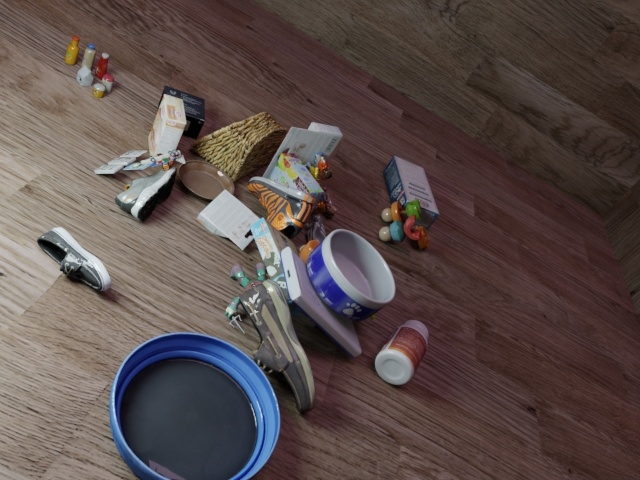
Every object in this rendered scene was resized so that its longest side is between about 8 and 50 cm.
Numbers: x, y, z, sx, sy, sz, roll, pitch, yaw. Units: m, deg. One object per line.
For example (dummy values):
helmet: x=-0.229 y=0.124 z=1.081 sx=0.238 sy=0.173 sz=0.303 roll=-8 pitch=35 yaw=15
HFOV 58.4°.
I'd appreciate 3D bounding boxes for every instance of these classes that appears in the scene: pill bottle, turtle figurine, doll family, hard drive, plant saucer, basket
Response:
pill bottle: x=0.259 y=0.337 z=1.765 sx=0.121 sy=0.121 sz=0.216 roll=39 pitch=35 yaw=7
turtle figurine: x=-0.180 y=0.161 z=1.634 sx=0.175 sy=0.118 sz=0.234 roll=11 pitch=35 yaw=-29
doll family: x=-0.013 y=-0.187 z=2.132 sx=0.118 sy=0.263 sz=0.163 roll=-15 pitch=40 yaw=-6
hard drive: x=0.001 y=0.182 z=1.663 sx=0.319 sy=0.040 sz=0.210 roll=48 pitch=16 yaw=-37
plant saucer: x=-0.392 y=-0.196 z=1.949 sx=0.198 sy=0.036 sz=0.199 roll=21 pitch=37 yaw=-17
basket: x=-0.292 y=-0.389 z=2.106 sx=0.223 sy=0.213 sz=0.299 roll=40 pitch=35 yaw=7

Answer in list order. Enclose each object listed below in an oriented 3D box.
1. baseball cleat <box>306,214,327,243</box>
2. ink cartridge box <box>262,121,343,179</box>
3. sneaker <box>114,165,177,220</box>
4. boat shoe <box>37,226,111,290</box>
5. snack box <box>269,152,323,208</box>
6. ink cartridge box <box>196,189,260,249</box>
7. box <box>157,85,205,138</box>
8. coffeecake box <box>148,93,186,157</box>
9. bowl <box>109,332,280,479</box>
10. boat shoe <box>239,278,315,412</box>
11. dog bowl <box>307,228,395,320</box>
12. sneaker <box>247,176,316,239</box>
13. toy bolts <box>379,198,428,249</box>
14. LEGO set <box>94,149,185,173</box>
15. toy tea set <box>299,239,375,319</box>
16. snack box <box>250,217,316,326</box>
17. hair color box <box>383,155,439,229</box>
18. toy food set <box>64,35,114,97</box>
baseball cleat: x=0.000 y=0.000 z=2.021 sx=0.109 sy=0.072 sz=0.206 roll=35 pitch=37 yaw=-23
ink cartridge box: x=-0.081 y=-0.321 z=2.141 sx=0.239 sy=0.275 sz=0.060 roll=3 pitch=47 yaw=-38
sneaker: x=-0.525 y=-0.165 z=1.755 sx=0.108 sy=0.100 sz=0.271 roll=25 pitch=33 yaw=2
boat shoe: x=-0.621 y=0.054 z=1.431 sx=0.228 sy=0.080 sz=0.076 roll=42 pitch=42 yaw=14
snack box: x=-0.098 y=-0.181 z=2.049 sx=0.070 sy=0.174 sz=0.207 roll=-8 pitch=53 yaw=-40
ink cartridge box: x=-0.286 y=-0.062 z=1.849 sx=0.179 sy=0.045 sz=0.145 roll=42 pitch=50 yaw=-4
box: x=-0.519 y=-0.478 z=2.134 sx=0.156 sy=0.093 sz=0.158 roll=15 pitch=40 yaw=-25
coffeecake box: x=-0.517 y=-0.370 z=1.924 sx=0.068 sy=0.185 sz=0.142 roll=11 pitch=41 yaw=-30
bowl: x=-0.283 y=0.390 z=1.302 sx=0.391 sy=0.077 sz=0.391 roll=21 pitch=37 yaw=-17
boat shoe: x=-0.117 y=0.283 z=1.495 sx=0.130 sy=0.132 sz=0.355 roll=-19 pitch=80 yaw=-12
dog bowl: x=0.091 y=0.100 z=1.685 sx=0.265 sy=0.104 sz=0.265 roll=33 pitch=33 yaw=-24
sneaker: x=-0.168 y=-0.106 z=1.951 sx=0.124 sy=0.180 sz=0.321 roll=27 pitch=-4 yaw=-43
toy bolts: x=0.328 y=-0.038 z=2.306 sx=0.228 sy=0.158 sz=0.218 roll=-52 pitch=127 yaw=-65
LEGO set: x=-0.546 y=-0.234 z=1.784 sx=0.244 sy=0.060 sz=0.182 roll=1 pitch=28 yaw=21
toy tea set: x=0.074 y=0.122 z=1.875 sx=0.336 sy=0.124 sz=0.200 roll=44 pitch=43 yaw=12
snack box: x=-0.100 y=0.095 z=1.747 sx=0.187 sy=0.060 sz=0.322 roll=42 pitch=18 yaw=-52
hair color box: x=0.399 y=-0.217 z=2.557 sx=0.173 sy=0.105 sz=0.347 roll=19 pitch=37 yaw=-20
toy food set: x=-0.816 y=-0.625 z=2.058 sx=0.111 sy=0.104 sz=0.232 roll=-15 pitch=57 yaw=-47
